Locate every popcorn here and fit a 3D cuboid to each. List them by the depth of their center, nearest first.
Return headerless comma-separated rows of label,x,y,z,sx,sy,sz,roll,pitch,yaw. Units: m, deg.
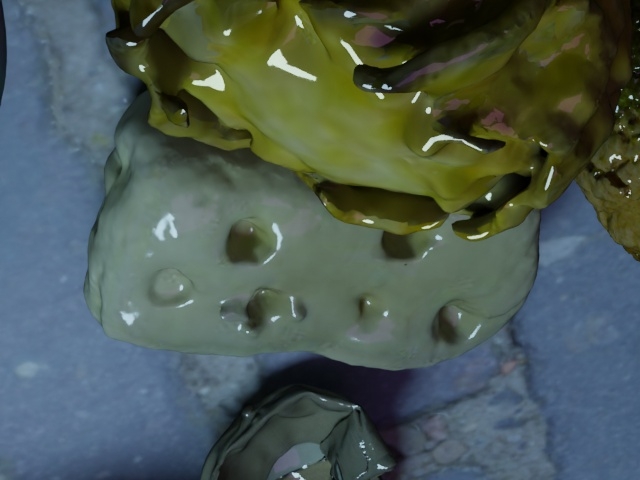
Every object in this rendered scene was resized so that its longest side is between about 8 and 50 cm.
popcorn,0.032,-0.110,0.805,0.250,0.190,0.250,5,143,4

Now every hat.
hat,-0.027,0.167,1.160,0.147,0.085,0.175,-29,158,-5

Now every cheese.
cheese,0.001,0.001,0.985,0.263,0.093,0.159,4,132,-22

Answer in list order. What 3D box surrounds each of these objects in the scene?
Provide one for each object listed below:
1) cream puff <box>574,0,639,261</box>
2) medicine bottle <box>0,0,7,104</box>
cream puff,0.197,-0.102,0.922,0.183,0.183,0.169,-33,105,14
medicine bottle,-0.249,-0.071,0.698,0.245,0.290,0.245,-9,134,-9
